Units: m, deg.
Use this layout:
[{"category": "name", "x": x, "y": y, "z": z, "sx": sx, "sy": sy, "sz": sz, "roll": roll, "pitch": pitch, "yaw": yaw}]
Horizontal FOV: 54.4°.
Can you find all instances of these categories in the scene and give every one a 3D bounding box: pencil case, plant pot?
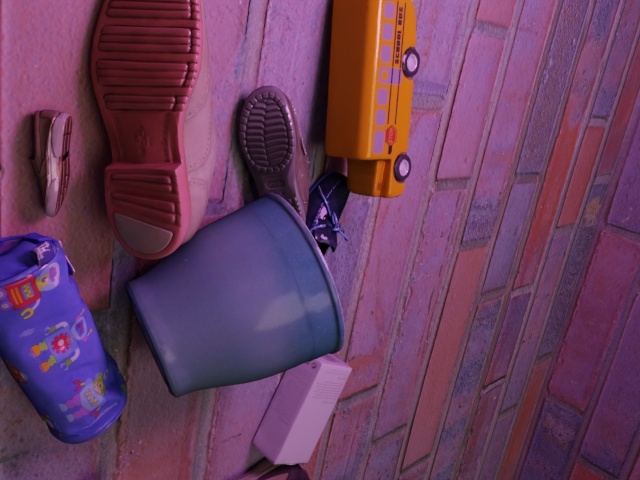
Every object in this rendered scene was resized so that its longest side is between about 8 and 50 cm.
[{"category": "pencil case", "x": -0.351, "y": 0.126, "z": 0.816, "sx": 0.133, "sy": 0.119, "sz": 0.306, "roll": -42, "pitch": 136, "yaw": -36}, {"category": "plant pot", "x": -0.140, "y": 0.100, "z": 0.939, "sx": 0.255, "sy": 0.271, "sz": 0.272, "roll": -24, "pitch": 128, "yaw": -20}]

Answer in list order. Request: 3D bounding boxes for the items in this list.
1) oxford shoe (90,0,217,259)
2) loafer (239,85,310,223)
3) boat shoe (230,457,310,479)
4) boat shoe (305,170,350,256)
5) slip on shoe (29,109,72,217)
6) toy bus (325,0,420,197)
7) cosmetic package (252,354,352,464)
[{"category": "oxford shoe", "x": -0.207, "y": -0.183, "z": 0.831, "sx": 0.146, "sy": 0.140, "sz": 0.398, "roll": -41, "pitch": 141, "yaw": -72}, {"category": "loafer", "x": -0.069, "y": -0.135, "z": 1.023, "sx": 0.087, "sy": 0.094, "sz": 0.251, "roll": -69, "pitch": 157, "yaw": -56}, {"category": "boat shoe", "x": -0.153, "y": 0.559, "z": 1.254, "sx": 0.355, "sy": 0.130, "sz": 0.133, "roll": -26, "pitch": 127, "yaw": -37}, {"category": "boat shoe", "x": 0.000, "y": 0.000, "z": 1.151, "sx": 0.109, "sy": 0.089, "sz": 0.259, "roll": 26, "pitch": 88, "yaw": -50}, {"category": "slip on shoe", "x": -0.338, "y": -0.096, "z": 0.774, "sx": 0.041, "sy": 0.051, "sz": 0.136, "roll": 11, "pitch": 115, "yaw": -9}, {"category": "toy bus", "x": 0.085, "y": -0.242, "z": 1.066, "sx": 0.130, "sy": 0.108, "sz": 0.333, "roll": -11, "pitch": 109, "yaw": -46}, {"category": "cosmetic package", "x": -0.038, "y": 0.345, "z": 1.304, "sx": 0.117, "sy": 0.085, "sz": 0.231, "roll": 25, "pitch": 93, "yaw": -50}]
